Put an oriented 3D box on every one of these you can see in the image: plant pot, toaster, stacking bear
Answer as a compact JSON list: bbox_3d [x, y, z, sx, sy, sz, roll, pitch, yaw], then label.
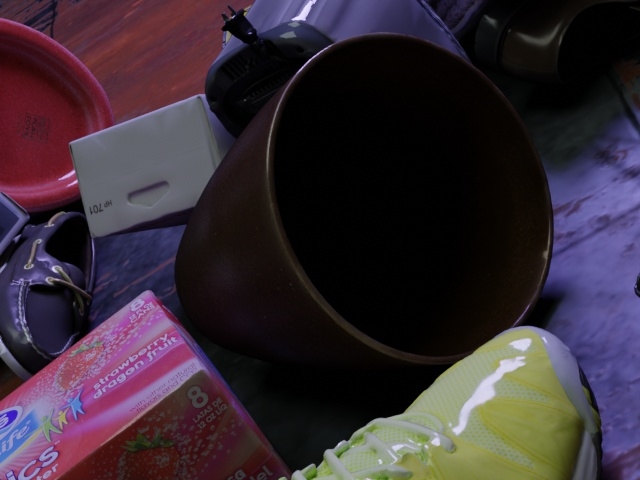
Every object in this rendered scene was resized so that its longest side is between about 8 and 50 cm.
[{"bbox_3d":[0.000,0.000,1.319,0.230,0.215,0.215,-25,24,54],"label":"plant pot"},{"bbox_3d":[0.016,-0.116,1.433,0.129,0.227,0.146,-27,27,38],"label":"toaster"},{"bbox_3d":[-0.330,-0.083,1.883,0.289,0.164,0.175,-15,64,56],"label":"stacking bear"}]

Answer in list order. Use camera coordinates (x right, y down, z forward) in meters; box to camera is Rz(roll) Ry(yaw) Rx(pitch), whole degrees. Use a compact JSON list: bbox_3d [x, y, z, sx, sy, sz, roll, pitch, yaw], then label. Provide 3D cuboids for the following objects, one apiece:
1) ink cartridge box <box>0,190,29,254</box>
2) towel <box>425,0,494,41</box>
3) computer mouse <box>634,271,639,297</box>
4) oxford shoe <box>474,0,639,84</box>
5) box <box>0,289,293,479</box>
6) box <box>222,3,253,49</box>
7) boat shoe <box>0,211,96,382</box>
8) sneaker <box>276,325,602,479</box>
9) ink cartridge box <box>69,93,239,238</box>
[{"bbox_3d":[-0.352,0.063,1.704,0.208,0.045,0.206,-56,15,-23],"label":"ink cartridge box"},{"bbox_3d":[0.164,-0.240,1.541,0.187,0.049,0.282,-42,0,-9],"label":"towel"},{"bbox_3d":[0.244,0.047,1.104,0.106,0.042,0.193,-27,21,8],"label":"computer mouse"},{"bbox_3d":[0.227,-0.188,1.493,0.096,0.083,0.227,29,64,38],"label":"oxford shoe"},{"bbox_3d":[-0.170,0.191,1.243,0.300,0.142,0.154,-37,25,-3],"label":"box"},{"bbox_3d":[0.017,-0.208,1.792,0.233,0.044,0.159,-28,27,16],"label":"box"},{"bbox_3d":[-0.227,0.040,1.631,0.069,0.081,0.227,-35,23,12],"label":"boat shoe"},{"bbox_3d":[0.011,0.175,1.048,0.384,0.147,0.145,-48,27,-26],"label":"sneaker"},{"bbox_3d":[-0.076,-0.061,1.519,0.140,0.082,0.191,-16,-5,34],"label":"ink cartridge box"}]
